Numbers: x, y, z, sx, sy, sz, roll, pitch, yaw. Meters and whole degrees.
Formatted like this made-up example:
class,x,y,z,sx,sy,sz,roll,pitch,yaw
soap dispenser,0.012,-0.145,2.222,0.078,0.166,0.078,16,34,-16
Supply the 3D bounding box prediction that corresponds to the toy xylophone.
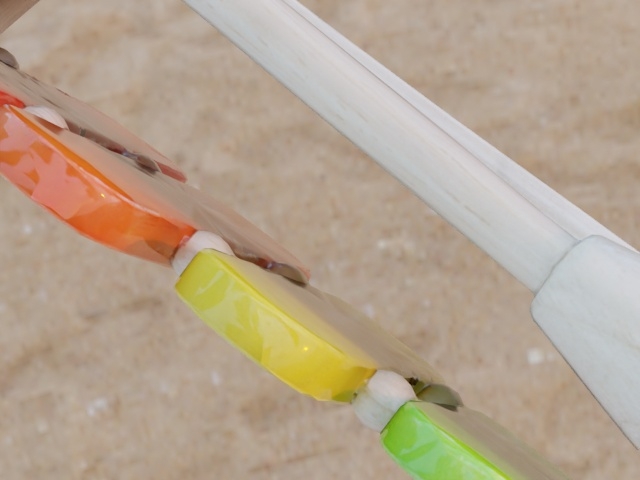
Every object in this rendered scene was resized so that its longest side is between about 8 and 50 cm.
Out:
class,x,y,z,sx,sy,sz,roll,pitch,yaw
toy xylophone,0.000,0.000,0.436,0.322,0.236,0.081,38,93,22
